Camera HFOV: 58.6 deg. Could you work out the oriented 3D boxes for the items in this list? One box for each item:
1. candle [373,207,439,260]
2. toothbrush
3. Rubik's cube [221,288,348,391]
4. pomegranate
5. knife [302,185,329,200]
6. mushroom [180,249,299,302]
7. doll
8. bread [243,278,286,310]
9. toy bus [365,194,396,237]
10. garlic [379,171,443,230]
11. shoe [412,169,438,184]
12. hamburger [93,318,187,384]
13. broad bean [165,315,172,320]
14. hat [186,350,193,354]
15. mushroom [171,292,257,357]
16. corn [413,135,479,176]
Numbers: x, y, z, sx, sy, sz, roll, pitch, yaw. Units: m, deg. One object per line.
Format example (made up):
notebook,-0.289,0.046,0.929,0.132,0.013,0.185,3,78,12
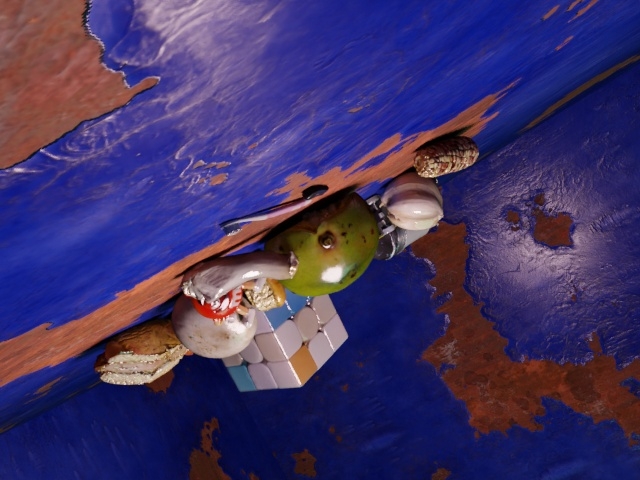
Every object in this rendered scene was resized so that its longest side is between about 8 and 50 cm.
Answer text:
candle,0.308,-0.073,2.309,0.343,0.221,0.221,-31,177,-39
toothbrush,-0.098,-0.052,1.129,0.020,0.025,0.286,-33,175,35
Rubik's cube,-0.168,0.321,2.127,0.347,0.346,0.344,-14,-164,40
pomegranate,0.014,0.030,1.532,0.310,0.216,0.358,-33,176,-7
knife,-0.006,-0.102,1.203,0.031,0.018,0.121,-40,173,20
mushroom,-0.183,0.073,1.317,0.278,0.099,0.096,-13,-154,-20
doll,-0.246,0.135,1.481,0.217,0.183,0.085,20,176,-39
bread,-0.170,0.128,1.681,0.121,0.174,0.245,-33,174,-10
toy bus,0.108,-0.034,1.895,0.152,0.144,0.330,-29,180,43
garlic,0.293,-0.136,1.853,0.203,0.184,0.281,-4,-160,12
shoe,0.363,-0.204,2.016,0.108,0.093,0.241,-31,174,-8
hamburger,-0.522,0.327,1.712,0.282,0.245,0.155,17,119,-24
broad bean,-0.455,0.267,2.019,0.153,0.072,0.207,-15,-172,39
hat,-0.487,0.309,1.873,0.163,0.112,0.093,14,-170,-23
mushroom,-0.299,0.208,1.642,0.244,0.243,0.243,-30,175,-3
corn,0.342,-0.227,1.563,0.290,0.098,0.098,-24,172,-47
